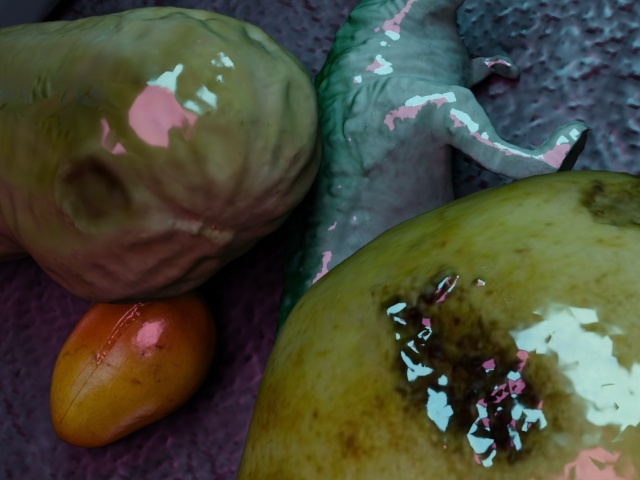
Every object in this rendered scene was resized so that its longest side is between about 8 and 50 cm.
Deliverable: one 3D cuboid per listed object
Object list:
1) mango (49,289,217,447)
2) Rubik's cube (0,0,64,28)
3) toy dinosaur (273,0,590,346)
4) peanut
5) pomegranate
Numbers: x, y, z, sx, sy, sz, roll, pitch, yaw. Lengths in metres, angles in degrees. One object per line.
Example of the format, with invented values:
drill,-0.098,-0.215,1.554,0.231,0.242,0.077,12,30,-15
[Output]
mango,-0.083,0.054,0.779,0.089,0.046,0.060,-48,67,8
Rubik's cube,-0.205,-0.298,0.761,0.305,0.301,0.303,41,94,23
toy dinosaur,0.044,0.007,0.733,0.129,0.076,0.383,4,76,27
peanut,-0.105,-0.033,0.758,0.236,0.110,0.120,-7,115,37
pomegranate,0.095,0.104,0.608,0.260,0.260,0.260,-4,77,19
